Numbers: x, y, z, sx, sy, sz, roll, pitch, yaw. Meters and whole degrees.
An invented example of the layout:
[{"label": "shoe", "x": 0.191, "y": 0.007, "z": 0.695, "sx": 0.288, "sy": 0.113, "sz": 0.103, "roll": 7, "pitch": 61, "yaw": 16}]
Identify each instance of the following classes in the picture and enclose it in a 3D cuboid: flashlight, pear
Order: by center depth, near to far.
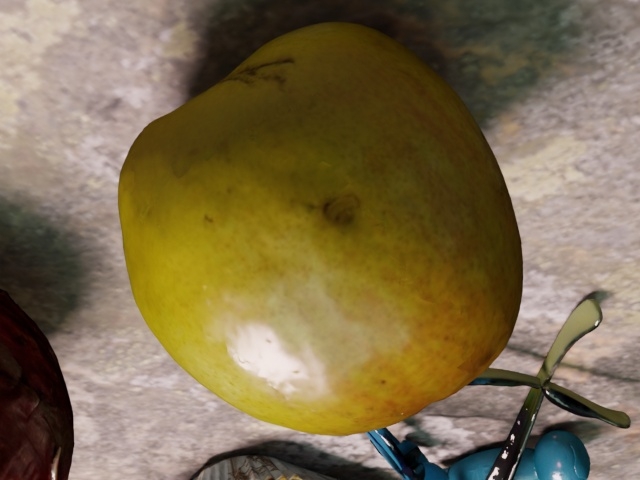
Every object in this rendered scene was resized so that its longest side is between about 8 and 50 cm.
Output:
[{"label": "pear", "x": 0.000, "y": 0.000, "z": 0.604, "sx": 0.200, "sy": 0.200, "sz": 0.200, "roll": -2, "pitch": 143, "yaw": -1}, {"label": "flashlight", "x": 0.152, "y": 0.184, "z": 0.974, "sx": 0.129, "sy": 0.051, "sz": 0.051, "roll": -14, "pitch": 142, "yaw": 22}]

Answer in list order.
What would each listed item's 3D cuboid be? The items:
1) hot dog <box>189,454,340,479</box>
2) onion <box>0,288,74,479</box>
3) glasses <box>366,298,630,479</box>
[{"label": "hot dog", "x": -0.008, "y": 0.258, "z": 1.033, "sx": 0.270, "sy": 0.081, "sz": 0.163, "roll": 31, "pitch": 130, "yaw": -35}, {"label": "onion", "x": -0.270, "y": 0.133, "z": 0.747, "sx": 0.281, "sy": 0.221, "sz": 0.281, "roll": 22, "pitch": 143, "yaw": 18}, {"label": "glasses", "x": 0.122, "y": 0.133, "z": 0.855, "sx": 0.207, "sy": 0.102, "sz": 0.239, "roll": -21, "pitch": 139, "yaw": 23}]
